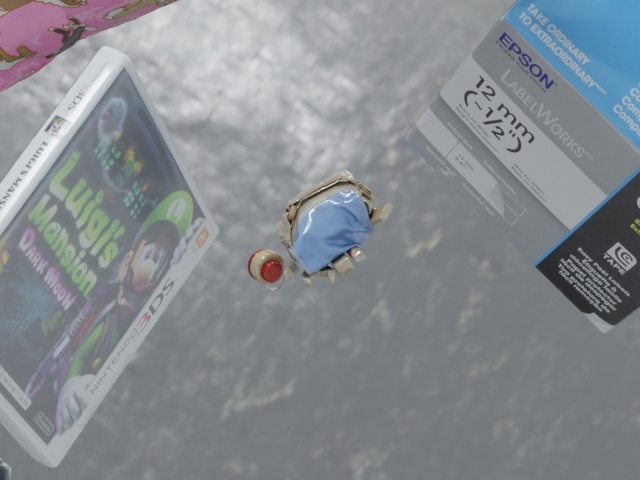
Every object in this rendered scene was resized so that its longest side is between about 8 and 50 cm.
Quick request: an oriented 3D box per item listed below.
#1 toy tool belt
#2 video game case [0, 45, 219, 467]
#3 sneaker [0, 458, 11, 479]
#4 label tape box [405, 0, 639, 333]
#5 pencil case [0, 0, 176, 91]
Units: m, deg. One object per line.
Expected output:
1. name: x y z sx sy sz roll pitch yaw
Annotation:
1. toy tool belt: 0.000 0.000 1.065 0.052 0.083 0.051 53 -8 -34
2. video game case: -0.129 0.015 1.003 0.022 0.190 0.173 25 70 24
3. sneaker: -0.182 0.079 0.772 0.153 0.094 0.235 4 16 16
4. label tape box: 0.238 -0.095 1.503 0.249 0.347 0.115 45 65 4
5. pencil case: -0.136 -0.241 1.380 0.160 0.386 0.167 7 63 -73
